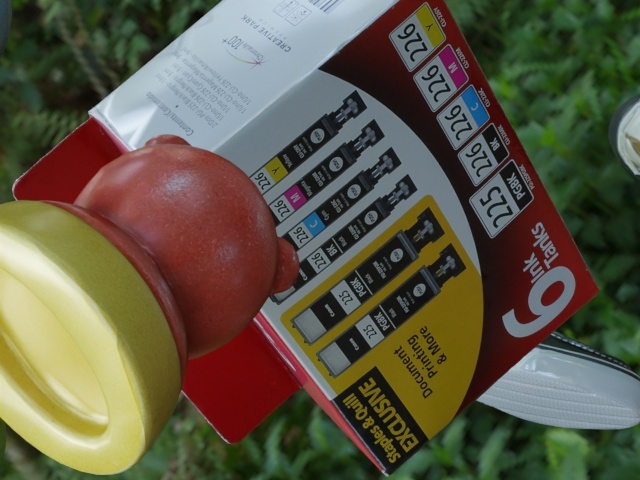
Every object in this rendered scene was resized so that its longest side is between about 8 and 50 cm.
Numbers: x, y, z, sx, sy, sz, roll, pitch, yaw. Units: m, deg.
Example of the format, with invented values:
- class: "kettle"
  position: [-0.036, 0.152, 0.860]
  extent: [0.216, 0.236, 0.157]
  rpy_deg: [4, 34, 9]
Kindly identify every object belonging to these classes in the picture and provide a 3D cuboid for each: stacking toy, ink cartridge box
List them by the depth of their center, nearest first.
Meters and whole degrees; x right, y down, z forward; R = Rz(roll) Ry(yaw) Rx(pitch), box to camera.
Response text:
- class: "stacking toy"
  position: [-0.174, -0.031, 0.718]
  extent: [0.130, 0.309, 0.279]
  rpy_deg: [-39, 2, -38]
- class: "ink cartridge box"
  position: [0.000, 0.000, 1.025]
  extent: [0.272, 0.309, 0.130]
  rpy_deg: [-41, 40, -6]

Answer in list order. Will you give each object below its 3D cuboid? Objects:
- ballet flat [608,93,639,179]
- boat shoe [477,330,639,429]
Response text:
- class: "ballet flat"
  position: [0.241, -0.057, 1.012]
  extent: [0.074, 0.074, 0.203]
  rpy_deg: [-54, 38, 8]
- class: "boat shoe"
  position: [0.176, 0.097, 1.596]
  extent: [0.121, 0.335, 0.119]
  rpy_deg: [79, -149, -58]
